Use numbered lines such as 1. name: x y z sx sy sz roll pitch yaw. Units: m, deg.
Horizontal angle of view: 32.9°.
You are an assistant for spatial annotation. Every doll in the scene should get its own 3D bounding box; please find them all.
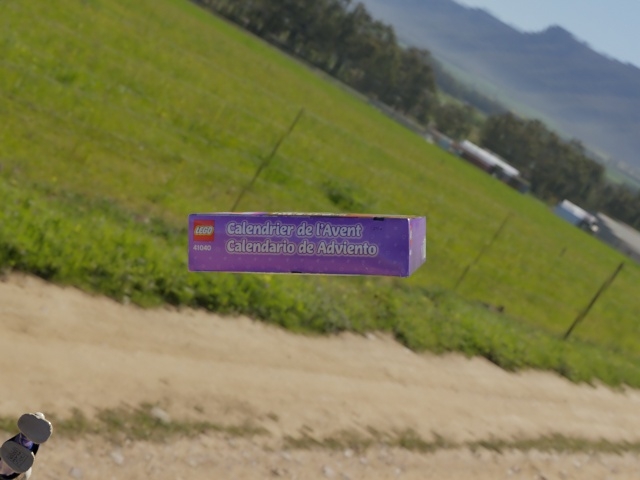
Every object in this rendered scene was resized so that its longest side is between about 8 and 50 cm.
1. doll: -0.361 0.260 1.286 0.046 0.129 0.189 32 -27 -6

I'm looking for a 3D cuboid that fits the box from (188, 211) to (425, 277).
1. box: 0.000 0.000 1.097 0.201 0.057 0.293 1 2 8
